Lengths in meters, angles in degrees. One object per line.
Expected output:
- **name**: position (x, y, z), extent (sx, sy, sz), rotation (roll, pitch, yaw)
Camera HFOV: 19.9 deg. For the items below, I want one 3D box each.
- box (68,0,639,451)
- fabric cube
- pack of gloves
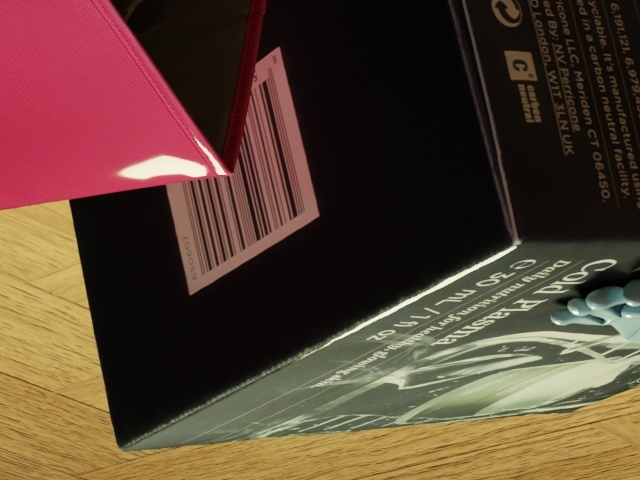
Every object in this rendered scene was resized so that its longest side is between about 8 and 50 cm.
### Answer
- **box**: position (0.134, -0.054, 1.335), extent (0.471, 0.297, 0.480), rotation (-2, 162, -36)
- **fabric cube**: position (-0.196, -0.188, 1.044), extent (0.258, 0.259, 0.254), rotation (-9, 141, 23)
- **pack of gloves**: position (0.268, 0.028, 1.145), extent (0.195, 0.046, 0.232), rotation (-12, 164, 35)
